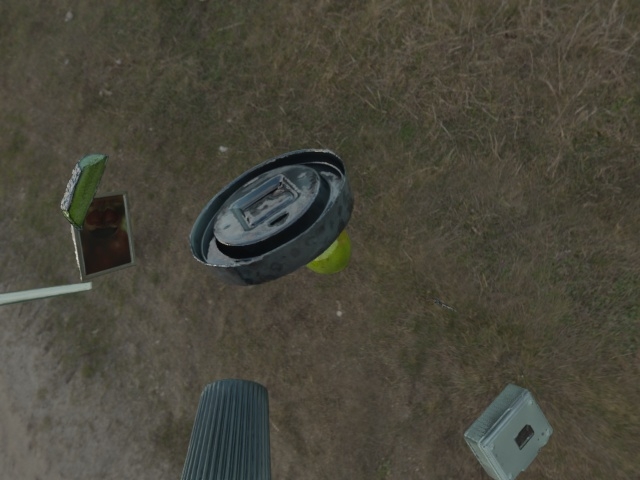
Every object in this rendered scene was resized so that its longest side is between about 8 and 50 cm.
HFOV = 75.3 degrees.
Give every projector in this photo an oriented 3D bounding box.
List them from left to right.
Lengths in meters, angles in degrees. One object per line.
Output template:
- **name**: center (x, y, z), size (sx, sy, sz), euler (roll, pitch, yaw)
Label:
- **projector**: center (0.613, 0.624, 1.337), size (0.256, 0.099, 0.192), euler (-37, 101, -19)

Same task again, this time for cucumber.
- **cucumber**: center (-0.575, -0.112, 0.984), size (0.046, 0.070, 0.220), euler (31, 110, 1)

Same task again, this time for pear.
- **pear**: center (0.000, 0.000, 1.324), size (0.187, 0.220, 0.187), euler (-18, 30, 11)

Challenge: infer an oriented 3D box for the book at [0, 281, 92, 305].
- **book**: center (-0.775, 0.145, 1.074), size (0.379, 0.264, 0.031), euler (-10, 87, 48)

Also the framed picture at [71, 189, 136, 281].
- **framed picture**: center (-0.761, -0.022, 1.458), size (0.020, 0.211, 0.290), euler (9, 107, 31)

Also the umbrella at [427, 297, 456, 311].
- **umbrella**: center (0.438, 0.228, 1.487), size (0.148, 0.022, 0.022), euler (20, 122, 59)

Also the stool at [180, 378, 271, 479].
- **stool**: center (-0.311, 0.687, 1.442), size (0.297, 0.297, 0.330), euler (-20, 46, 19)

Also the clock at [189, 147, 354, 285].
- **clock**: center (-0.086, -0.052, 0.745), size (0.312, 0.061, 0.313), euler (-18, 38, 15)
